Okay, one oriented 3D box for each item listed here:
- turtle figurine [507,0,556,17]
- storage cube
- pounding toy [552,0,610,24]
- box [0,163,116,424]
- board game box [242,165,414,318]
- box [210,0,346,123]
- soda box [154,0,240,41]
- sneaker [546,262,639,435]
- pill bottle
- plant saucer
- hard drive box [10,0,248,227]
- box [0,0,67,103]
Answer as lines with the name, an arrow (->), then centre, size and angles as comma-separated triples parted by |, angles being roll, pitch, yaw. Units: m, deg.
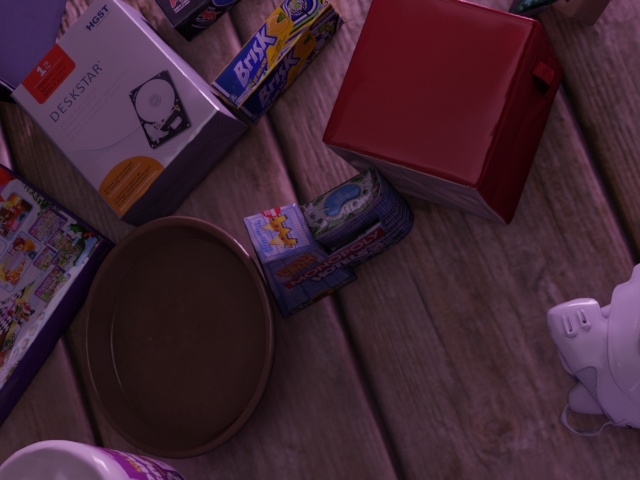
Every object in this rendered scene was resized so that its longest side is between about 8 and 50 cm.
turtle figurine -> 0.192, -0.357, 1.668 | 0.118, 0.175, 0.234 | -20, 89, 9
storage cube -> 0.138, -0.150, 1.711 | 0.215, 0.183, 0.193 | 18, 84, 20
pounding toy -> 0.328, -0.331, 1.727 | 0.206, 0.094, 0.181 | 41, 108, 22
box -> -0.408, 0.072, 1.899 | 0.201, 0.057, 0.293 | 34, 89, 21
board game box -> 0.000, 0.000, 1.711 | 0.194, 0.194, 0.060 | -29, 70, 10
box -> -0.051, -0.225, 1.855 | 0.054, 0.059, 0.169 | 41, 91, 26
soda box -> -0.121, -0.324, 1.906 | 0.169, 0.053, 0.060 | -38, 69, 6
sneaker -> 0.346, 0.037, 1.620 | 0.210, 0.137, 0.366 | -2, 79, 15
pill bottle -> -0.223, 0.308, 1.649 | 0.169, 0.301, 0.169 | -4, 76, 17
plant saucer -> -0.160, 0.111, 1.783 | 0.277, 0.041, 0.278 | -2, 86, 32
hard drive box -> -0.233, -0.156, 1.874 | 0.181, 0.089, 0.232 | -48, 67, 8
box -> -0.487, -0.373, 1.969 | 0.312, 0.179, 0.343 | 11, 81, 21
